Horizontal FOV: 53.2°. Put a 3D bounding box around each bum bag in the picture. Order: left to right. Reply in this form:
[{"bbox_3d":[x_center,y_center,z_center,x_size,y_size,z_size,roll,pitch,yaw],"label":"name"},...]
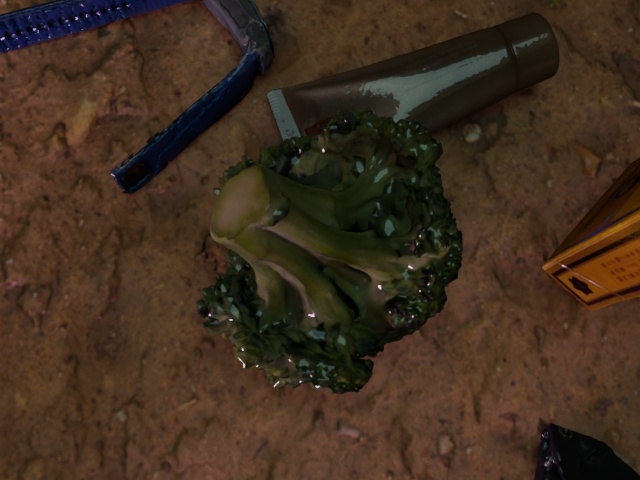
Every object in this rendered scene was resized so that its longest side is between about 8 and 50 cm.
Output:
[{"bbox_3d":[0.256,0.324,0.661,0.123,0.060,0.249,21,74,9],"label":"bum bag"}]

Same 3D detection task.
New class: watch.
[{"bbox_3d":[-0.221,-0.242,0.788,0.274,0.068,0.276,-42,82,-6],"label":"watch"}]

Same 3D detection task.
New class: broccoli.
[{"bbox_3d":[-0.001,0.006,0.655,0.259,0.235,0.288,16,70,-24],"label":"broccoli"}]

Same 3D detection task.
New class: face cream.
[{"bbox_3d":[0.115,-0.177,0.778,0.341,0.084,0.138,-21,87,0],"label":"face cream"}]

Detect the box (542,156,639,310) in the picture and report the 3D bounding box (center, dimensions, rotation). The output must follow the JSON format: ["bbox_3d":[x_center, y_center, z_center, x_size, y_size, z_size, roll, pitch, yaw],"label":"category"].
[{"bbox_3d":[0.361,-0.043,0.633,0.084,0.301,0.193,44,78,8],"label":"box"}]
